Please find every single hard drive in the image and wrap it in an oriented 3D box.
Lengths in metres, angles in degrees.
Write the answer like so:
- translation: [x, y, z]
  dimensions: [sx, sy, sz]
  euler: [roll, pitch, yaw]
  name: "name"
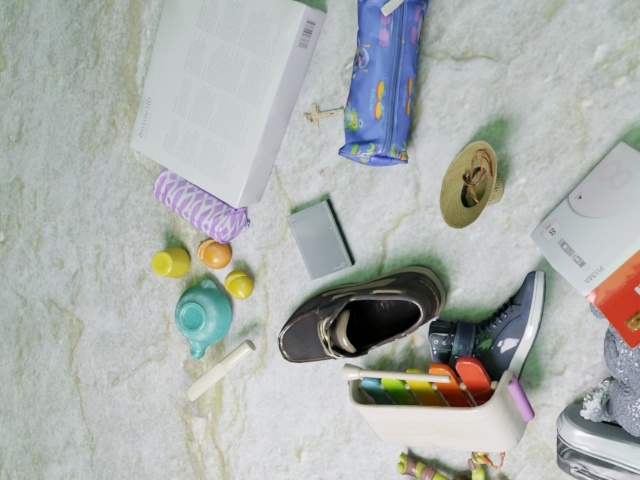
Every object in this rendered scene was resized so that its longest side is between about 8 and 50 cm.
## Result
- translation: [0.000, 0.000, 0.979]
  dimensions: [0.094, 0.022, 0.135]
  euler: [-21, 92, 27]
  name: "hard drive"

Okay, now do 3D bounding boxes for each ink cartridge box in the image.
- translation: [0.405, -0.005, 0.678]
  dimensions: [0.066, 0.232, 0.189]
  euler: [30, 116, -16]
  name: "ink cartridge box"

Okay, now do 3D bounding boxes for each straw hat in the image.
- translation: [0.257, -0.082, 0.814]
  dimensions: [0.061, 0.144, 0.145]
  euler: [10, 111, -21]
  name: "straw hat"

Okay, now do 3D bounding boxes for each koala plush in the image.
- translation: [0.469, 0.189, 0.717]
  dimensions: [0.196, 0.203, 0.222]
  euler: [12, 118, 23]
  name: "koala plush"

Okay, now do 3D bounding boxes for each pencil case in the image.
- translation: [0.101, -0.269, 0.813]
  dimensions: [0.119, 0.133, 0.307]
  euler: [4, 106, -5]
  name: "pencil case"
- translation: [-0.247, -0.075, 1.044]
  dimensions: [0.206, 0.086, 0.088]
  euler: [31, 120, 17]
  name: "pencil case"

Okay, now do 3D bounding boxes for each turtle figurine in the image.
- translation: [0.248, 0.451, 0.925]
  dimensions: [0.217, 0.087, 0.270]
  euler: [2, 82, 29]
  name: "turtle figurine"

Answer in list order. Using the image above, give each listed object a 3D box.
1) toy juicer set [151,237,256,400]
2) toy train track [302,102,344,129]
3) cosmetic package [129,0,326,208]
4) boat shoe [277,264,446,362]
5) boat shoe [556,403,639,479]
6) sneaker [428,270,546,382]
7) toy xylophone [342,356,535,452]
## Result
- translation: [-0.221, 0.150, 1.089]
  dimensions: [0.209, 0.089, 0.329]
  euler: [-19, 84, 15]
  name: "toy juicer set"
- translation: [0.004, -0.229, 0.932]
  dimensions: [0.083, 0.014, 0.048]
  euler: [-3, 100, 25]
  name: "toy train track"
- translation: [-0.188, -0.293, 0.963]
  dimensions: [0.284, 0.097, 0.378]
  euler: [29, 112, 15]
  name: "cosmetic package"
- translation: [0.050, 0.144, 0.925]
  dimensions: [0.355, 0.130, 0.133]
  euler: [-29, 88, 28]
  name: "boat shoe"
- translation: [0.530, 0.351, 0.764]
  dimensions: [0.334, 0.121, 0.119]
  euler: [14, 116, 33]
  name: "boat shoe"
- translation: [0.268, 0.137, 0.845]
  dimensions: [0.163, 0.086, 0.227]
  euler: [19, 110, 18]
  name: "sneaker"
- translation: [0.177, 0.265, 0.855]
  dimensions: [0.322, 0.081, 0.236]
  euler: [-4, 129, 32]
  name: "toy xylophone"
